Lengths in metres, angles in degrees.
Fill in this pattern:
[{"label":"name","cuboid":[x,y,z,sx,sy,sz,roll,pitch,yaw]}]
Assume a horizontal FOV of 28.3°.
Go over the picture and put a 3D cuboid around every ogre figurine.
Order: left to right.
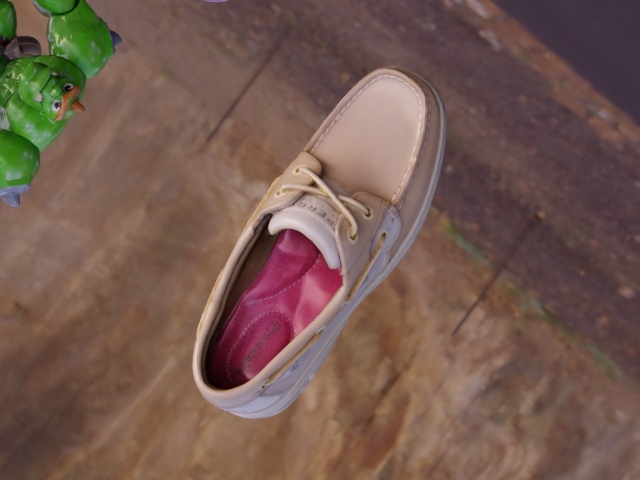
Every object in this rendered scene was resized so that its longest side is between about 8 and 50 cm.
[{"label":"ogre figurine","cuboid":[-0.210,-0.113,0.829,0.118,0.197,0.097,34,145,-20]}]

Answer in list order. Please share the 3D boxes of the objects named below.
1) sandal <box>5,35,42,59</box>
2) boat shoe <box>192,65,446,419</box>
[{"label":"sandal","cuboid":[-0.287,-0.154,1.120,0.072,0.049,0.180,-9,-175,-6]},{"label":"boat shoe","cuboid":[0.000,0.000,0.535,0.063,0.170,0.059,27,179,14]}]
